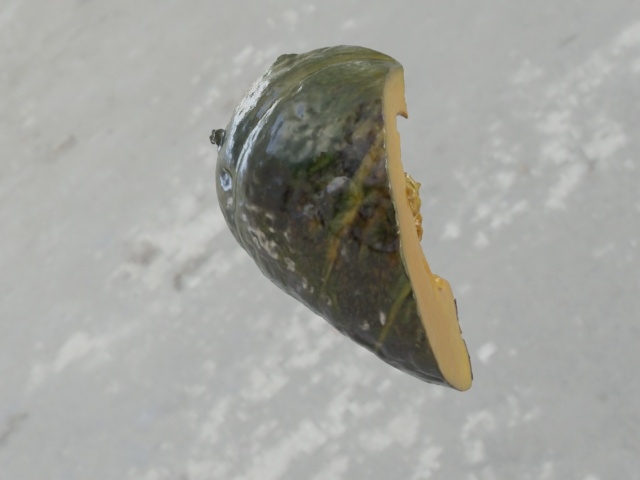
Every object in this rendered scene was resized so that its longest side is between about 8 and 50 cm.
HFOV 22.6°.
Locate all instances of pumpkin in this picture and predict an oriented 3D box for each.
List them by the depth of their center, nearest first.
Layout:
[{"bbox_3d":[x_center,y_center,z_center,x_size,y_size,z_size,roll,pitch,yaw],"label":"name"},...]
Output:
[{"bbox_3d":[0.000,0.004,1.177,0.163,0.278,0.111,-12,11,17],"label":"pumpkin"}]
